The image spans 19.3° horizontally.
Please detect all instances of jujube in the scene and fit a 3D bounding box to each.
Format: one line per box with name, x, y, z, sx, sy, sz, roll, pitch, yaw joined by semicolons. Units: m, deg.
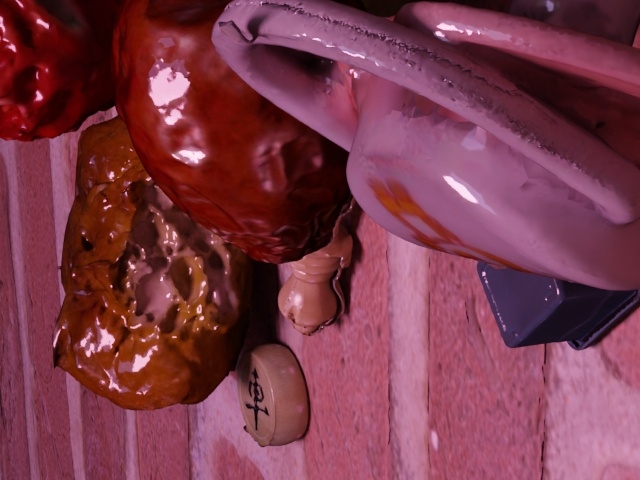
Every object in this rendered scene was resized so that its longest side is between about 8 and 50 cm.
jujube;-0.038;-0.073;1.098;0.236;0.168;0.168;80;167;-58

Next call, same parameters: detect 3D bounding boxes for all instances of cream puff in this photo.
cream puff;-0.135;0.019;1.538;0.241;0.155;0.269;111;162;-50

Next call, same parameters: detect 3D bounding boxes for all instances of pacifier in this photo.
pacifier;0.109;-0.086;0.866;0.220;0.273;0.332;58;162;-20

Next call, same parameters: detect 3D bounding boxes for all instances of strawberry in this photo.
strawberry;-0.228;-0.217;1.557;0.345;0.295;0.317;36;-139;-71

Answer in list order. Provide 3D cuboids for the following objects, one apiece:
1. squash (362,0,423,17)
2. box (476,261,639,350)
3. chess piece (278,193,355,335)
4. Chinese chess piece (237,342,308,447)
squash;0.026;-0.151;1.195;0.250;0.083;0.083;68;155;16
box;0.131;0.018;1.047;0.074;0.054;0.099;69;155;18
chess piece;-0.001;0.000;1.350;0.060;0.060;0.172;-123;29;-42
Chinese chess piece;-0.040;0.125;1.517;0.084;0.034;0.084;170;90;-66
